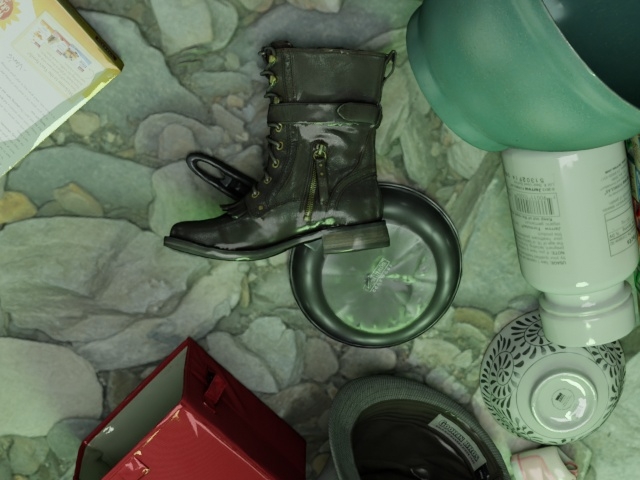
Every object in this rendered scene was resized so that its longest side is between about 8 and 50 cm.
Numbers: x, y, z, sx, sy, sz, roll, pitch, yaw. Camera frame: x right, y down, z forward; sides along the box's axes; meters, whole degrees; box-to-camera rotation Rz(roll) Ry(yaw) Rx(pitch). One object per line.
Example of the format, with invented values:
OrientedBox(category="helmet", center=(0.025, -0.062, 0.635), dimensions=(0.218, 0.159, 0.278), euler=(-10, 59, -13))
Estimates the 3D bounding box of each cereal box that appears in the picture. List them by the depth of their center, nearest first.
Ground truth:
OrientedBox(category="cereal box", center=(-0.353, -0.169, 1.709), dimensions=(0.240, 0.047, 0.173), euler=(-39, 105, 10))

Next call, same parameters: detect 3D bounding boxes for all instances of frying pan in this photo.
OrientedBox(category="frying pan", center=(0.025, -0.015, 1.775), dimensions=(0.197, 0.053, 0.326), euler=(-35, 108, 8))

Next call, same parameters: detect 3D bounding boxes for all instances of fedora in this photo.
OrientedBox(category="fedora", center=(0.083, 0.278, 1.787), dimensions=(0.275, 0.243, 0.124), euler=(1, 147, -44))

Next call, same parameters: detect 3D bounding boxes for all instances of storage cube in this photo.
OrientedBox(category="storage cube", center=(-0.141, 0.260, 1.782), dimensions=(0.215, 0.183, 0.193), euler=(-44, 104, 11))

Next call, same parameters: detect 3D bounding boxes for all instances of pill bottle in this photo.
OrientedBox(category="pill bottle", center=(0.274, -0.009, 1.736), dimensions=(0.131, 0.131, 0.229), euler=(-11, 109, 2))

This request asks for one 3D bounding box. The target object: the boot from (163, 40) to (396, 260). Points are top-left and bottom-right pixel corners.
OrientedBox(category="boot", center=(-0.043, -0.095, 1.712), dimensions=(0.263, 0.091, 0.229), euler=(-5, 90, -6))

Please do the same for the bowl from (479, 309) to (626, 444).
OrientedBox(category="bowl", center=(0.268, 0.168, 1.820), dimensions=(0.170, 0.080, 0.170), euler=(0, 108, -1))

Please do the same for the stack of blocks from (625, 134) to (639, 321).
OrientedBox(category="stack of blocks", center=(0.390, 0.013, 1.727), dimensions=(0.087, 0.171, 0.297), euler=(-10, 107, 1))

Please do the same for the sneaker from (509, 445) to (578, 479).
OrientedBox(category="sneaker", center=(0.276, 0.299, 1.877), dimensions=(0.070, 0.051, 0.134), euler=(-22, 103, 11))

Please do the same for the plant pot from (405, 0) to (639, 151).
OrientedBox(category="plant pot", center=(0.211, -0.207, 1.616), dimensions=(0.196, 0.293, 0.293), euler=(-30, 108, 36))
